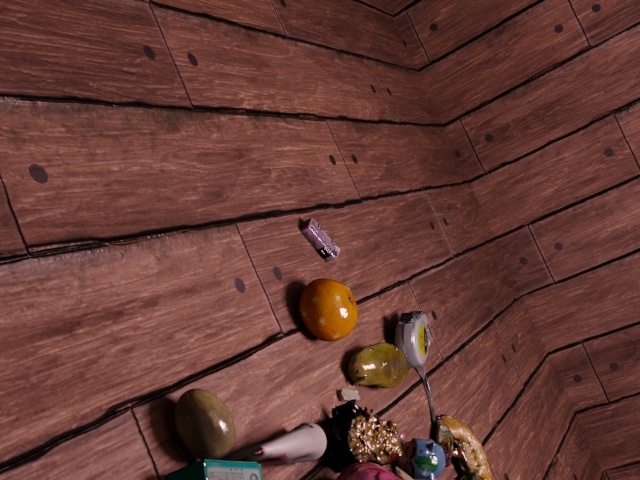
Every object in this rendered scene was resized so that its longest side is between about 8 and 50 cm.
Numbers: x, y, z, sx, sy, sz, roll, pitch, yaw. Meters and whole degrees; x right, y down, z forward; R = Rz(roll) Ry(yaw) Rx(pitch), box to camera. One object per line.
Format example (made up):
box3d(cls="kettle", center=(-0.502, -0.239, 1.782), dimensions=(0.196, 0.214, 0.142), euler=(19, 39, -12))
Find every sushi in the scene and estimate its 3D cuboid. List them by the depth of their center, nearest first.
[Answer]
box3d(cls="sushi", center=(0.095, 0.442, 1.716), dimensions=(0.212, 0.115, 0.147), euler=(29, 43, -47))

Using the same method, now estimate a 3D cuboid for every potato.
box3d(cls="potato", center=(0.148, 0.320, 1.944), dimensions=(0.225, 0.090, 0.117), euler=(8, 66, -51))

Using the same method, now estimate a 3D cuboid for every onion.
box3d(cls="onion", center=(0.110, 0.550, 1.585), dimensions=(0.207, 0.200, 0.200), euler=(13, 55, -40))

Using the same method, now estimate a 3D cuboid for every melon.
box3d(cls="melon", center=(-0.201, 0.318, 1.318), dimensions=(0.130, 0.098, 0.098), euler=(59, 27, -5))

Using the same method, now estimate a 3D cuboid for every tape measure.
box3d(cls="tape measure", center=(0.265, 0.367, 2.161), dimensions=(0.164, 0.084, 0.330), euler=(6, 80, -59))

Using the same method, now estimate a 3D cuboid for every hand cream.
box3d(cls="hand cream", center=(-0.078, 0.401, 1.456), dimensions=(0.341, 0.124, 0.077), euler=(12, 58, -62))

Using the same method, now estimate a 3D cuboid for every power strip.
box3d(cls="power strip", center=(0.070, 0.374, 1.836), dimensions=(0.083, 0.017, 0.027), euler=(21, 50, -53))

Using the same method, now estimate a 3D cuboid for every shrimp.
box3d(cls="shrimp", center=(0.387, 0.645, 2.096), dimensions=(0.272, 0.085, 0.445), euler=(57, 24, -8))

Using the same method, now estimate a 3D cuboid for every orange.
box3d(cls="orange", center=(0.023, 0.163, 1.820), dimensions=(0.156, 0.124, 0.156), euler=(37, 41, -40))

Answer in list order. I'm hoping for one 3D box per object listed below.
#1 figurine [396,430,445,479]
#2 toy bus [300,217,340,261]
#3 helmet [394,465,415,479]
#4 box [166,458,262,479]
box3d(cls="figurine", center=(0.242, 0.542, 1.920), dimensions=(0.178, 0.144, 0.114), euler=(23, 83, -78))
box3d(cls="toy bus", center=(0.000, 0.000, 2.016), dimensions=(0.130, 0.037, 0.052), euler=(50, 32, -24))
box3d(cls="helmet", center=(0.241, 0.657, 1.772), dimensions=(0.257, 0.137, 0.204), euler=(35, -2, -17))
box3d(cls="box", center=(-0.158, 0.494, 1.249), dimensions=(0.153, 0.092, 0.245), euler=(25, 45, -50))
